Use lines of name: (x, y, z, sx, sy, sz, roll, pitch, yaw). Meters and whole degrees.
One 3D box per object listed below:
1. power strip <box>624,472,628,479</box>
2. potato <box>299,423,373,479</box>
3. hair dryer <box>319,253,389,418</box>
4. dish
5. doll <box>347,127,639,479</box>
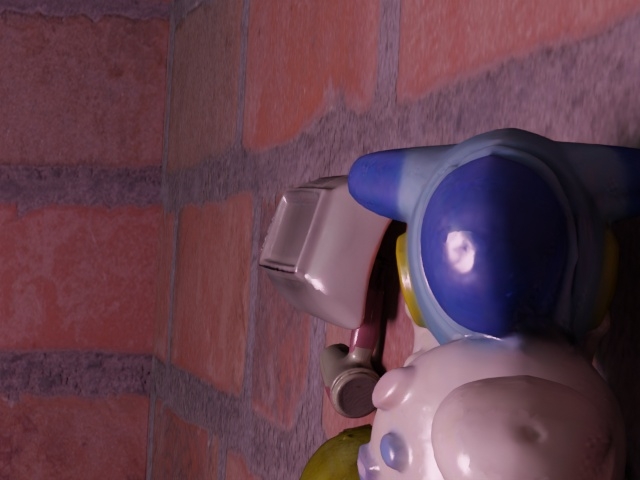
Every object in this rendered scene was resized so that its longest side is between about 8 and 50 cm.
power strip: (0.158, 0.211, 0.847, 0.081, 0.035, 0.192, -118, 35, -64)
potato: (0.052, 0.250, 0.975, 0.253, 0.148, 0.186, -80, -13, -68)
hair dryer: (0.043, 0.089, 1.256, 0.106, 0.054, 0.154, -119, 45, -68)
dish: (0.000, 0.000, 1.280, 0.212, 0.077, 0.151, -169, 98, -74)
doll: (0.093, 0.063, 0.733, 0.376, 0.187, 0.365, 125, 159, -55)
